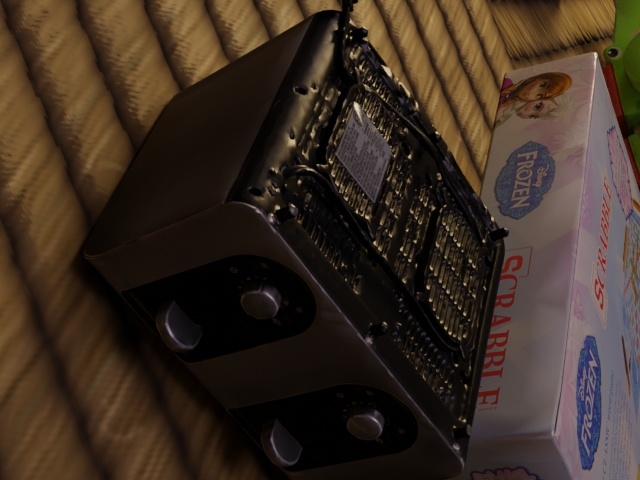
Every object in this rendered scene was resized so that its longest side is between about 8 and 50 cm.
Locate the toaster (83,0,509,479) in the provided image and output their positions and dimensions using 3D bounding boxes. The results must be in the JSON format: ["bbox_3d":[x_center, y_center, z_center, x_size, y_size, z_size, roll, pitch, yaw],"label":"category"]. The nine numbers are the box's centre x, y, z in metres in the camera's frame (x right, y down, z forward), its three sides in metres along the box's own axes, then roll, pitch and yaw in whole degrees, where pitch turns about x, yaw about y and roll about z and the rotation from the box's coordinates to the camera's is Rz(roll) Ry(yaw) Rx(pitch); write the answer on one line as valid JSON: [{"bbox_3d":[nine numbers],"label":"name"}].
[{"bbox_3d":[0.000,0.000,0.561,0.168,0.110,0.185,52,35,-27],"label":"toaster"}]

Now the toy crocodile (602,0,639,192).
[{"bbox_3d":[0.314,-0.082,1.105,0.115,0.105,0.340,42,34,-61],"label":"toy crocodile"}]

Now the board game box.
[{"bbox_3d":[0.168,0.105,0.735,0.318,0.066,0.318,64,29,-32],"label":"board game box"}]
